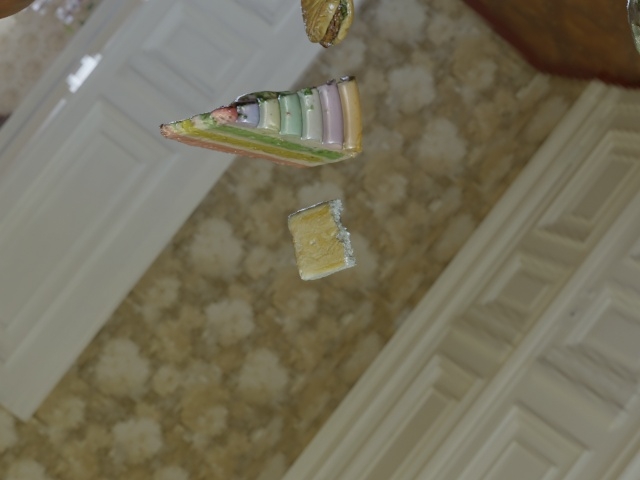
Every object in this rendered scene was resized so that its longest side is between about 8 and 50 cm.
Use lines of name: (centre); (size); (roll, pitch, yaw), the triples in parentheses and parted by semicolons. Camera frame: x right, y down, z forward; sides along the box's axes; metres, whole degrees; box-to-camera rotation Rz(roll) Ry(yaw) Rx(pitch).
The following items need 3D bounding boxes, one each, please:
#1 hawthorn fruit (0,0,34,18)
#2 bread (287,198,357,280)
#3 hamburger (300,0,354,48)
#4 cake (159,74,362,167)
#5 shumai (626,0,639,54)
hawthorn fruit: (-0.356, -0.350, 1.175); (0.308, 0.308, 0.325); (36, 180, 43)
bread: (0.000, 0.000, 1.451); (0.035, 0.070, 0.083); (3, -113, -62)
hamburger: (0.007, -0.241, 1.335); (0.044, 0.076, 0.083); (3, -124, -26)
cake: (-0.051, -0.115, 1.386); (0.109, 0.090, 0.225); (-9, -175, 45)
shumai: (0.539, -0.339, 1.617); (0.304, 0.263, 0.309); (16, 146, -5)
